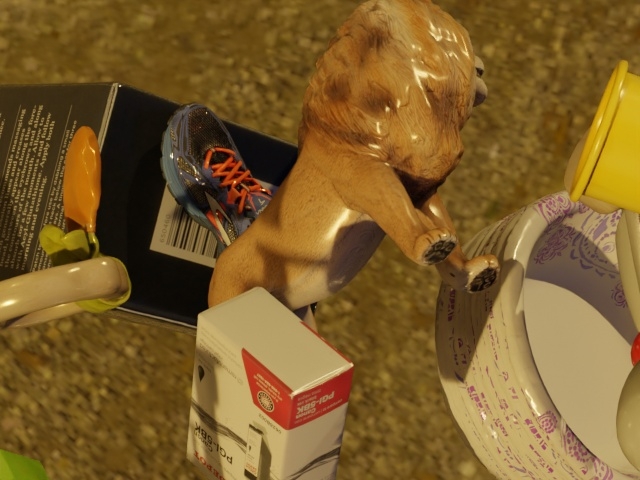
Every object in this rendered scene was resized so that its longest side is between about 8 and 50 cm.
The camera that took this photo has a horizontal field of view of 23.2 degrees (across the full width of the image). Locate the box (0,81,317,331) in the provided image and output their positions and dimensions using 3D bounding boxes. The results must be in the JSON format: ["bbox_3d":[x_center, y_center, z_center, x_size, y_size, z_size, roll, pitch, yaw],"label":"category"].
[{"bbox_3d":[-0.220,-0.027,1.648,0.294,0.395,0.211,17,84,-37],"label":"box"}]

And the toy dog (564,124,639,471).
[{"bbox_3d":[0.280,0.010,1.093,0.220,0.333,0.161,15,132,-27],"label":"toy dog"}]

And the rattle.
[{"bbox_3d":[-0.248,0.012,1.132,0.200,0.130,0.142,-14,101,1],"label":"rattle"}]

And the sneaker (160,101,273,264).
[{"bbox_3d":[-0.070,-0.030,1.439,0.083,0.087,0.221,-33,97,-40],"label":"sneaker"}]

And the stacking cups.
[{"bbox_3d":[0.319,-0.020,0.958,0.316,0.096,0.096,19,96,7],"label":"stacking cups"}]

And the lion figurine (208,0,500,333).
[{"bbox_3d":[0.000,0.000,1.232,0.392,0.240,0.142,-47,143,17],"label":"lion figurine"}]

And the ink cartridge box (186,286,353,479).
[{"bbox_3d":[-0.037,0.116,1.041,0.056,0.099,0.135,-24,137,-35],"label":"ink cartridge box"}]

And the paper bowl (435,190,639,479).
[{"bbox_3d":[0.216,0.111,1.355,0.284,0.148,0.284,20,56,-33],"label":"paper bowl"}]

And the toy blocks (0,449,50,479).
[{"bbox_3d":[-0.218,0.359,0.983,0.261,0.381,0.191,-42,149,9],"label":"toy blocks"}]
